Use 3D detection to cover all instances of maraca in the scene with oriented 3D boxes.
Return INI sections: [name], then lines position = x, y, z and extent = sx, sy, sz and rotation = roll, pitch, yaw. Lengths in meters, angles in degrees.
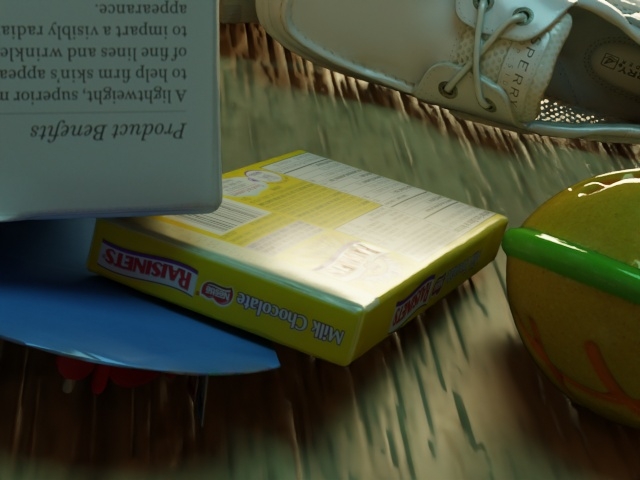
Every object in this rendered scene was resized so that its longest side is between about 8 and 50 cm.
[maraca]
position = 0.131, 0.023, 0.656
extent = 0.127, 0.099, 0.186
rotation = 26, 1, 4

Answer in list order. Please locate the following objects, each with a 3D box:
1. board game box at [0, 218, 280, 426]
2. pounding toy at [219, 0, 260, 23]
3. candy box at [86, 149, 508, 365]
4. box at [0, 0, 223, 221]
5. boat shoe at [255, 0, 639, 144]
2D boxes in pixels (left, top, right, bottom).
[board game box]
position = -0.089, 0.026, 0.592
extent = 0.133, 0.033, 0.168
rotation = 12, 14, -13
[pounding toy]
position = -0.066, -0.188, 0.984
extent = 0.181, 0.094, 0.206
rotation = -6, 23, -28
[candy box]
position = 0.000, 0.000, 0.659
extent = 0.105, 0.027, 0.206
rotation = 21, 16, 16
[box]
position = -0.146, -0.076, 0.597
extent = 0.181, 0.119, 0.182
rotation = -3, 11, -21
[boat shoe]
position = 0.104, -0.108, 0.896
extent = 0.277, 0.098, 0.096
rotation = 9, 25, -16
